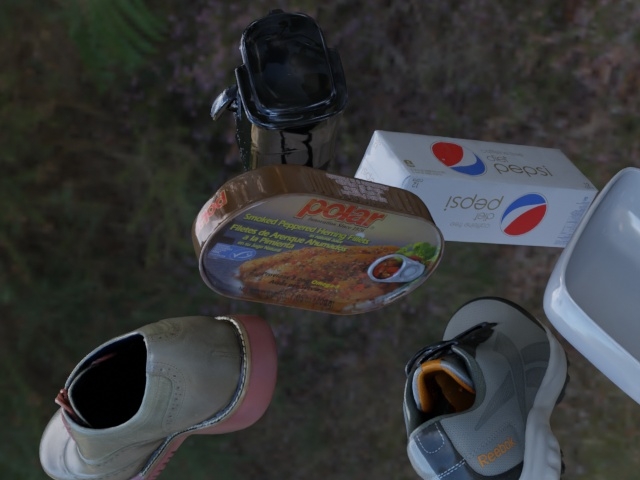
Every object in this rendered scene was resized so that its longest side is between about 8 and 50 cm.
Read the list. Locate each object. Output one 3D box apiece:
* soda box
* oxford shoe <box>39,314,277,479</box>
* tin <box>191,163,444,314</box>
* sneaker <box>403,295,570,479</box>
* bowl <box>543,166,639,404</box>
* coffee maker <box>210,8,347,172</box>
[{"bbox_3d":[0.140,-0.045,1.310,0.074,0.216,0.069,57,133,44],"label":"soda box"},{"bbox_3d":[-0.180,0.137,1.260,0.348,0.130,0.123,-36,55,46],"label":"oxford shoe"},{"bbox_3d":[0.000,0.000,0.985,0.106,0.190,0.040,-45,49,35],"label":"tin"},{"bbox_3d":[0.112,0.101,1.035,0.100,0.108,0.271,-36,15,19],"label":"sneaker"},{"bbox_3d":[0.205,0.041,0.893,0.142,0.142,0.053,-52,2,-40],"label":"bowl"},{"bbox_3d":[-0.024,-0.124,1.472,0.171,0.120,0.178,53,168,10],"label":"coffee maker"}]
